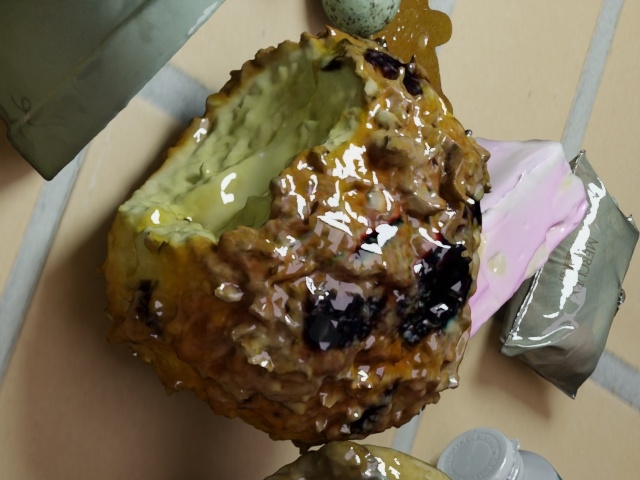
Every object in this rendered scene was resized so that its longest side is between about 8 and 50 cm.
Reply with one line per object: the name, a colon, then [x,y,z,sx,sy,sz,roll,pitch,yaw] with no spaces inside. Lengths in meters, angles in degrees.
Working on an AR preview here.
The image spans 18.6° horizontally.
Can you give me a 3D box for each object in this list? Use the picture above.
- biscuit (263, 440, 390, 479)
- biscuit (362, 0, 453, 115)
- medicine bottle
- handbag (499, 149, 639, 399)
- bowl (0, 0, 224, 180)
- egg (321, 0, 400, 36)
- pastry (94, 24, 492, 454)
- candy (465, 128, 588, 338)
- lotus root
biscuit: [-0.105,0.320,1.805,0.366,0.268,0.115,-18,66,-33]
biscuit: [0.092,-0.214,2.116,0.138,0.031,0.205,-17,105,-45]
medicine bottle: [0.220,0.310,2.216,0.215,0.135,0.135,53,57,-35]
handbag: [0.297,0.050,2.297,0.182,0.117,0.270,45,61,-48]
bowl: [-0.178,-0.210,1.675,0.163,0.307,0.307,47,58,-9]
egg: [0.041,-0.265,2.022,0.085,0.085,0.110,-3,81,-46]
pastry: [0.001,0.017,1.854,0.405,0.292,0.337,-51,127,-25]
candy: [0.155,-0.005,2.109,0.265,0.155,0.116,-42,125,-35]
lotus root: [0.091,0.292,2.090,0.221,0.118,0.125,33,55,-34]
